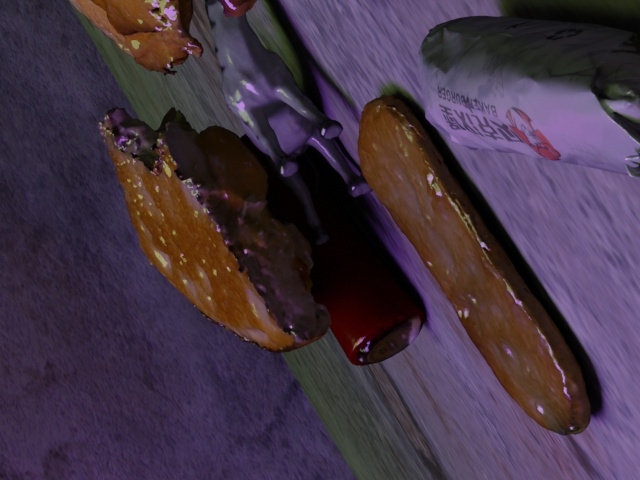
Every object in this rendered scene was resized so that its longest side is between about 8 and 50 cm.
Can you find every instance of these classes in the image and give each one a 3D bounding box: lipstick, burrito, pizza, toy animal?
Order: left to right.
[{"bbox_3d":[-0.094,-0.021,1.067,0.323,0.089,0.223,22,138,58],"label":"pizza"},{"bbox_3d":[-0.036,-0.112,0.968,0.176,0.073,0.217,61,178,30],"label":"toy animal"},{"bbox_3d":[0.000,0.000,1.096,0.241,0.080,0.080,55,170,24],"label":"lipstick"},{"bbox_3d":[0.090,-0.055,0.467,0.064,0.064,0.203,63,170,-19],"label":"burrito"}]

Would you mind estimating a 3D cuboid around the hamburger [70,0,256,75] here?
[{"bbox_3d":[-0.092,-0.217,0.644,0.244,0.163,0.244,49,167,16],"label":"hamburger"}]

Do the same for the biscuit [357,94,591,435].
[{"bbox_3d":[0.096,0.015,0.777,0.247,0.029,0.118,58,164,11],"label":"biscuit"}]
